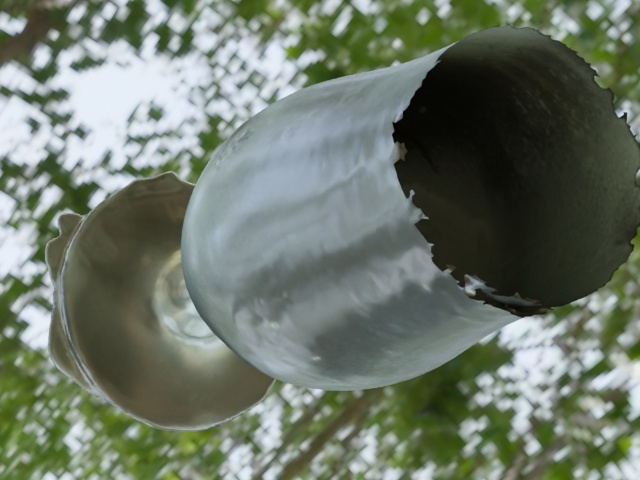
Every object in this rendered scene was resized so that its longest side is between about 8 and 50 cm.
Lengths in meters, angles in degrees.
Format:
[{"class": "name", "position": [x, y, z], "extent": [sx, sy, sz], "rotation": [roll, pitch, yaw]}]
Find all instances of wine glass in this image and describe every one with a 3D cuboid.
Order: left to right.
[{"class": "wine glass", "position": [0.000, 0.000, 0.610], "extent": [0.103, 0.222, 0.103], "rotation": [10, -108, -31]}]
